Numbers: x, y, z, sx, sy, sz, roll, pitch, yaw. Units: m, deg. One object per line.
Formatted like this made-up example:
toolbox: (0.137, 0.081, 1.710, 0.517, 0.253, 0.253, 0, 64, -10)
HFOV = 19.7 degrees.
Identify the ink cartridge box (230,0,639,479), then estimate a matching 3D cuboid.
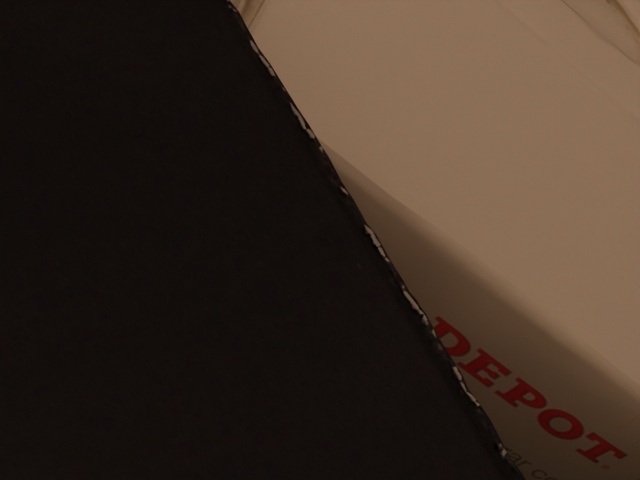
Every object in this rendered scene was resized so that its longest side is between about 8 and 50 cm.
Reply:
ink cartridge box: (0.000, 0.000, 0.564, 0.233, 0.171, 0.168, -38, 22, 45)

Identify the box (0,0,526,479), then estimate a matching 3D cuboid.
box: (-0.139, 0.085, 0.439, 0.179, 0.312, 0.343, -27, -6, -42)
